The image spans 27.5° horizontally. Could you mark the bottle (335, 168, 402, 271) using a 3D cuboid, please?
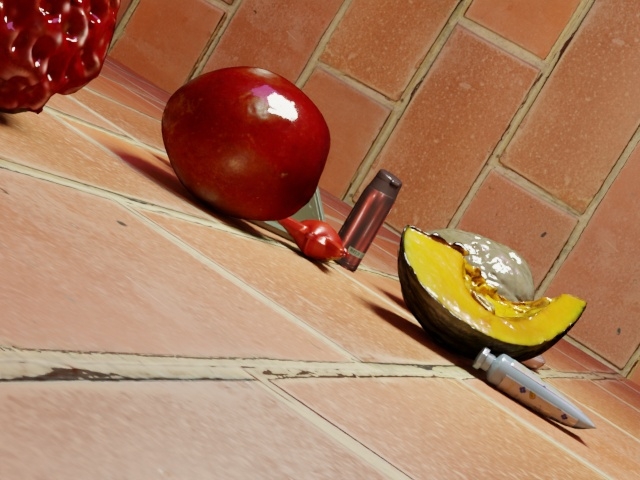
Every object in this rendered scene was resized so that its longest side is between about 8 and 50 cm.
[{"bbox_3d":[0.072,-0.035,2.068,0.060,0.164,0.060,30,5,-3],"label":"bottle"}]

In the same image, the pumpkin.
[{"bbox_3d":[0.215,0.121,1.780,0.312,0.148,0.169,20,40,-18],"label":"pumpkin"}]

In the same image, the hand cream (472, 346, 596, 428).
[{"bbox_3d":[0.274,0.194,1.678,0.171,0.043,0.065,32,-9,1],"label":"hand cream"}]

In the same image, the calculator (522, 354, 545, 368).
[{"bbox_3d":[0.280,0.141,2.328,0.220,0.048,0.329,31,7,-18],"label":"calculator"}]

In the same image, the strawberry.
[{"bbox_3d":[-0.334,-0.327,1.443,0.295,0.345,0.317,29,4,-7],"label":"strawberry"}]

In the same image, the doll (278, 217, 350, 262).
[{"bbox_3d":[0.000,0.000,1.899,0.109,0.057,0.169,30,5,12],"label":"doll"}]

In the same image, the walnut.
[{"bbox_3d":[0.219,0.066,2.006,0.230,0.178,0.178,28,3,16],"label":"walnut"}]

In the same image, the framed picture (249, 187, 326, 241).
[{"bbox_3d":[-0.072,-0.088,1.980,0.250,0.016,0.184,25,46,-52],"label":"framed picture"}]

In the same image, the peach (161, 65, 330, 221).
[{"bbox_3d":[-0.105,-0.140,1.776,0.243,0.199,0.243,36,16,-12],"label":"peach"}]
